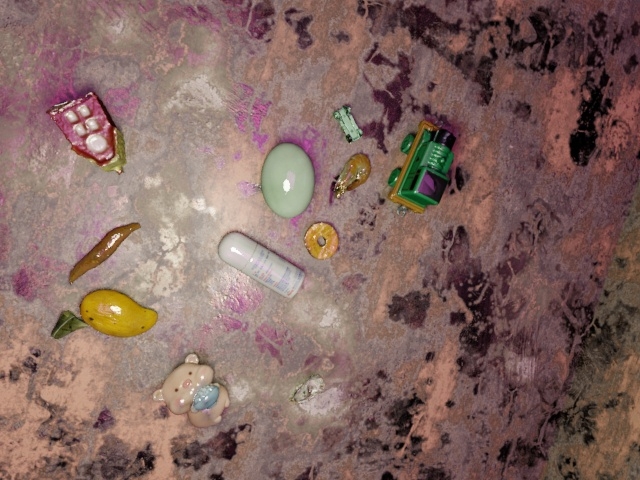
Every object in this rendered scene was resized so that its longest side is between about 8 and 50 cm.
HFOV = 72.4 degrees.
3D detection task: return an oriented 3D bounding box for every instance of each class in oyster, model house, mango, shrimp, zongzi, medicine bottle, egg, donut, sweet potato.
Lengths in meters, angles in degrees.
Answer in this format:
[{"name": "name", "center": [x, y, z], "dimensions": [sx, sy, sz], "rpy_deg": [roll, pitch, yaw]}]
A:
[{"name": "oyster", "center": [-0.061, 0.618, 1.817], "dimensions": [0.166, 0.053, 0.108], "rpy_deg": [-32, 130, -18]}, {"name": "model house", "center": [-0.740, -0.336, 1.453], "dimensions": [0.160, 0.196, 0.253], "rpy_deg": [-33, 104, -12]}, {"name": "mango", "center": [-0.723, 0.266, 1.565], "dimensions": [0.262, 0.109, 0.157], "rpy_deg": [22, 88, -18]}, {"name": "shrimp", "center": [0.132, -0.254, 1.780], "dimensions": [0.115, 0.051, 0.217], "rpy_deg": [37, 83, -18]}, {"name": "zongzi", "center": [-0.881, 0.317, 1.541], "dimensions": [0.113, 0.052, 0.104], "rpy_deg": [28, 94, 10]}, {"name": "medicine bottle", "center": [-0.232, 0.089, 1.672], "dimensions": [0.341, 0.130, 0.130], "rpy_deg": [32, 87, -17]}, {"name": "egg", "center": [-0.121, -0.222, 1.632], "dimensions": [0.203, 0.203, 0.282], "rpy_deg": [-5, 102, -15]}, {"name": "donut", "center": [0.000, 0.000, 1.765], "dimensions": [0.152, 0.058, 0.151], "rpy_deg": [-2, 97, -15]}, {"name": "sweet potato", "center": [-0.773, 0.041, 1.548], "dimensions": [0.314, 0.072, 0.066], "rpy_deg": [-46, 120, -9]}]

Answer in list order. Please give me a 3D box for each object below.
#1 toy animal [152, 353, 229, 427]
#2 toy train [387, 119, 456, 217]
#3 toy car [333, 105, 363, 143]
[{"name": "toy animal", "center": [-0.460, 0.576, 1.641], "dimensions": [0.210, 0.230, 0.221], "rpy_deg": [-55, 152, -32]}, {"name": "toy train", "center": [0.419, -0.291, 1.750], "dimensions": [0.178, 0.249, 0.429], "rpy_deg": [23, 90, -16]}, {"name": "toy car", "center": [0.108, -0.463, 1.748], "dimensions": [0.073, 0.054, 0.143], "rpy_deg": [-33, 99, -11]}]
